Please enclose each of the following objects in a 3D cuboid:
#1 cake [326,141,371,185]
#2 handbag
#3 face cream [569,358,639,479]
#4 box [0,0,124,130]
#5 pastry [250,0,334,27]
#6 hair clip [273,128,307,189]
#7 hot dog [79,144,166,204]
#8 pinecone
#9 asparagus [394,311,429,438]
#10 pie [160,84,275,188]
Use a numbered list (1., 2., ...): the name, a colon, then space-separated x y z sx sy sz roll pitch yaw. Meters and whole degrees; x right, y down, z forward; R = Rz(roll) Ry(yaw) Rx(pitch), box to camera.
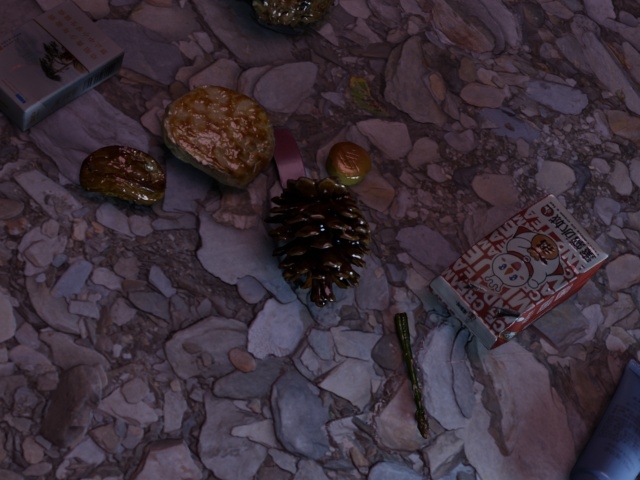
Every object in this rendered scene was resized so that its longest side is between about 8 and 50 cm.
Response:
1. cake: 0.052 -0.144 1.872 0.084 0.044 0.084 8 59 -14
2. handbag: 0.341 0.066 1.798 0.298 0.151 0.171 -29 69 -24
3. face cream: 0.506 0.355 1.714 0.135 0.086 0.385 41 50 11
4. box: -0.480 -0.309 1.764 0.149 0.067 0.233 42 55 10
5. pastry: -0.081 -0.540 1.985 0.193 0.275 0.275 -2 49 28
6. hair clip: -0.063 -0.152 1.848 0.054 0.022 0.137 -9 64 -21
7. hot dog: -0.331 -0.107 1.697 0.147 0.065 0.099 13 47 -10
8. pinecone: 0.002 0.000 1.686 0.185 0.168 0.212 25 46 -58
9. asparagus: 0.155 0.226 1.698 0.023 0.022 0.233 40 34 -52
10. pie: -0.181 -0.185 1.786 0.205 0.084 0.179 29 56 -4
